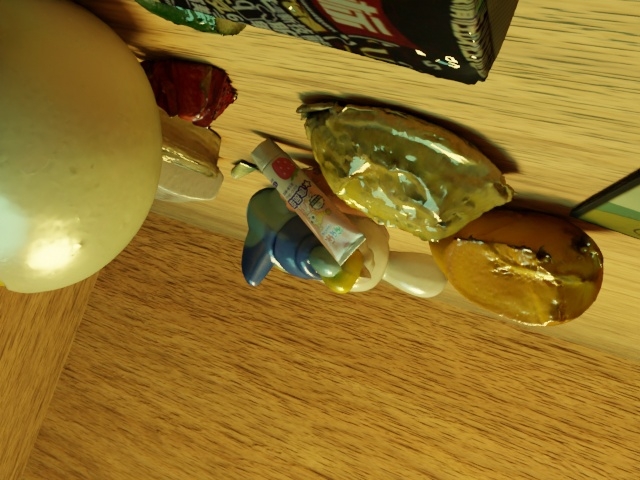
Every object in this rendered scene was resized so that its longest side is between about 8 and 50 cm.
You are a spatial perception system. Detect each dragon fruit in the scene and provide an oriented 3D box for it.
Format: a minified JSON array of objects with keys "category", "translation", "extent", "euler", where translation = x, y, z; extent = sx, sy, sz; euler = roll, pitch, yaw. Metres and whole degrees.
[{"category":"dragon fruit","translation":[-0.163,-0.164,0.962],"extent":[0.131,0.063,0.097],"euler":[18,174,12]}]

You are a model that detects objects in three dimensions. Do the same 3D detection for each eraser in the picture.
[{"category":"eraser","translation":[-0.292,-0.130,1.595],"extent":[0.174,0.095,0.270],"euler":[25,172,-19]}]

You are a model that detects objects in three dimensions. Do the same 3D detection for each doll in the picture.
[{"category":"doll","translation":[0.001,-0.009,1.453],"extent":[0.375,0.187,0.365],"euler":[4,180,24]}]

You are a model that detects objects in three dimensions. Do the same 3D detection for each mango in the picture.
[{"category":"mango","translation":[0.233,0.024,1.072],"extent":[0.153,0.126,0.252],"euler":[-13,-160,-32]}]

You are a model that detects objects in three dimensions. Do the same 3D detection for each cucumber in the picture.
[{"category":"cucumber","translation":[-0.119,-0.193,0.692],"extent":[0.107,0.035,0.067],"euler":[20,176,14]}]

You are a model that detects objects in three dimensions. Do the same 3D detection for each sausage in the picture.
[{"category":"sausage","translation":[0.055,-0.059,1.180],"extent":[0.304,0.078,0.078],"euler":[11,170,42]}]

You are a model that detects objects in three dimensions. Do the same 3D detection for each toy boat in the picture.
[{"category":"toy boat","translation":[-0.220,-0.152,1.291],"extent":[0.116,0.061,0.188],"euler":[12,170,46]}]

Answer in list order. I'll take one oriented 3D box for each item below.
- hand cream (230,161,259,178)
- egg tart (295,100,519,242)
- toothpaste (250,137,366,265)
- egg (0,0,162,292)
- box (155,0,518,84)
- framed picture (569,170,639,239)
[{"category":"hand cream","translation":[-0.135,-0.123,1.496],"extent":[0.035,0.022,0.102],"euler":[22,169,-17]},{"category":"egg tart","translation":[0.082,-0.070,0.921],"extent":[0.252,0.099,0.232],"euler":[22,172,14]},{"category":"toothpaste","translation":[-0.020,-0.056,1.175],"extent":[0.194,0.067,0.043],"euler":[48,-139,8]},{"category":"egg","translation":[-0.301,-0.104,0.877],"extent":[0.282,0.283,0.345],"euler":[20,150,-3]},{"category":"box","translation":[-0.065,-0.178,0.392],"extent":[0.310,0.084,0.198],"euler":[18,174,17]},{"category":"framed picture","translation":[0.392,-0.010,0.810],"extent":[0.244,0.013,0.324],"euler":[19,175,4]}]
